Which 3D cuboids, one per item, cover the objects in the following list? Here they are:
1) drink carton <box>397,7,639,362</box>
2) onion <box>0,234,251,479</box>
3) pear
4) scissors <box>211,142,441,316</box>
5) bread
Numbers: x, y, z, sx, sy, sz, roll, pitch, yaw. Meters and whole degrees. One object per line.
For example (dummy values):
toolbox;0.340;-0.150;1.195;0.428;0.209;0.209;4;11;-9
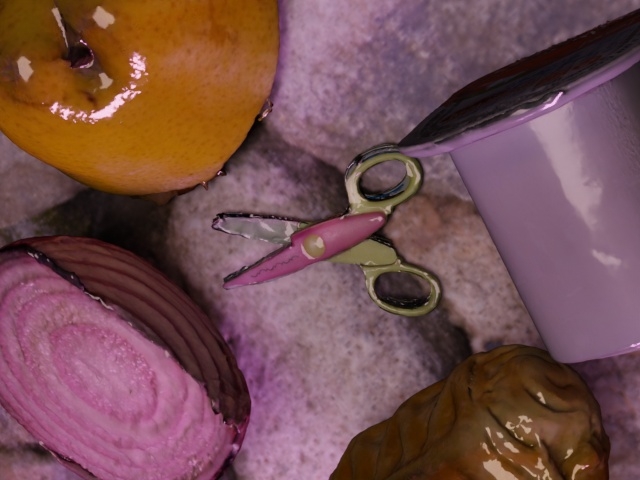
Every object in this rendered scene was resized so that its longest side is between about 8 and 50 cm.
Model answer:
drink carton;0.174;-0.031;1.077;0.185;0.191;0.189;-17;103;28
onion;-0.167;0.094;1.334;0.250;0.111;0.247;42;142;-1
pear;-0.175;-0.143;1.222;0.267;0.178;0.267;7;105;29
scissors;0.000;0.000;1.262;0.187;0.020;0.133;-7;98;27
bread;0.103;0.173;1.165;0.268;0.130;0.152;-44;64;51
